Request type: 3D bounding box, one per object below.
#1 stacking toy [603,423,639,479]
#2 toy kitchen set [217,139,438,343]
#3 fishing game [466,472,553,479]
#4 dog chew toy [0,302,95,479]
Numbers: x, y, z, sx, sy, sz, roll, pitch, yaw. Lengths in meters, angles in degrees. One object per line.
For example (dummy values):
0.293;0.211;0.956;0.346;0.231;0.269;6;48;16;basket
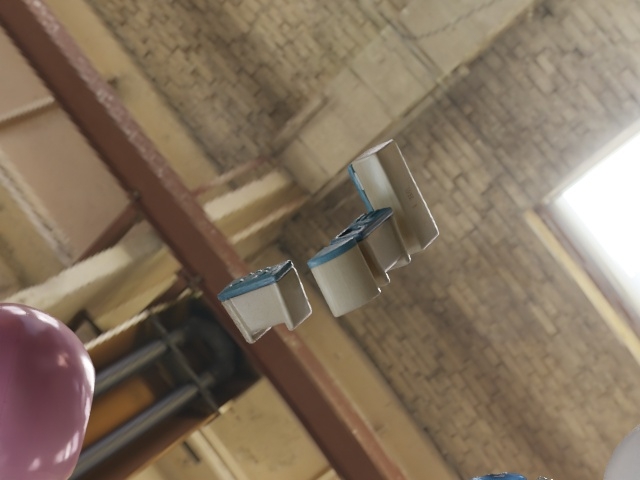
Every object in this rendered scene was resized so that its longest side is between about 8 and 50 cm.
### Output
0.323;0.194;0.502;0.351;0.480;0.350;-13;-69;-38;stacking toy
0.000;0.000;1.312;0.207;0.166;0.122;-39;-74;-55;toy kitchen set
0.205;0.344;1.298;0.264;0.041;0.189;17;-97;1;fishing game
-0.395;0.145;1.169;0.332;0.206;0.206;14;-133;-15;dog chew toy
